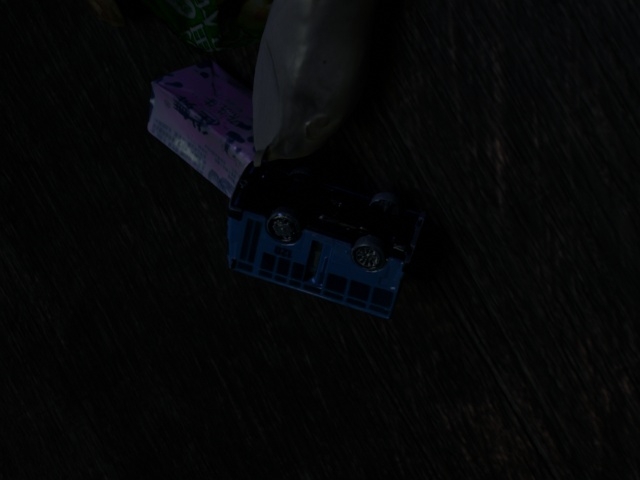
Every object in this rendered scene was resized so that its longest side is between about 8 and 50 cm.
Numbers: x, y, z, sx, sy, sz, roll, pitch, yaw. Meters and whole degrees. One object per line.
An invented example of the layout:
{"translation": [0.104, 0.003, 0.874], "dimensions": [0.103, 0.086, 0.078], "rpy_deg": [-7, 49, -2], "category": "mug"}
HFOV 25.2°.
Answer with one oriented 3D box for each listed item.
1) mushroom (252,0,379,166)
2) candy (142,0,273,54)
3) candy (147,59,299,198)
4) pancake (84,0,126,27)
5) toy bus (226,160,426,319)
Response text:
{"translation": [0.012, -0.213, 1.319], "dimensions": [0.109, 0.097, 0.351], "rpy_deg": [18, 129, -6], "category": "mushroom"}
{"translation": [-0.102, -0.244, 1.425], "dimensions": [0.203, 0.078, 0.141], "rpy_deg": [-2, 134, 42], "category": "candy"}
{"translation": [-0.097, -0.115, 1.497], "dimensions": [0.160, 0.092, 0.073], "rpy_deg": [39, 136, 23], "category": "candy"}
{"translation": [-0.284, -0.322, 1.560], "dimensions": [0.235, 0.029, 0.212], "rpy_deg": [48, 172, 25], "category": "pancake"}
{"translation": [0.000, 0.000, 1.405], "dimensions": [0.185, 0.090, 0.106], "rpy_deg": [18, 132, 5], "category": "toy bus"}
